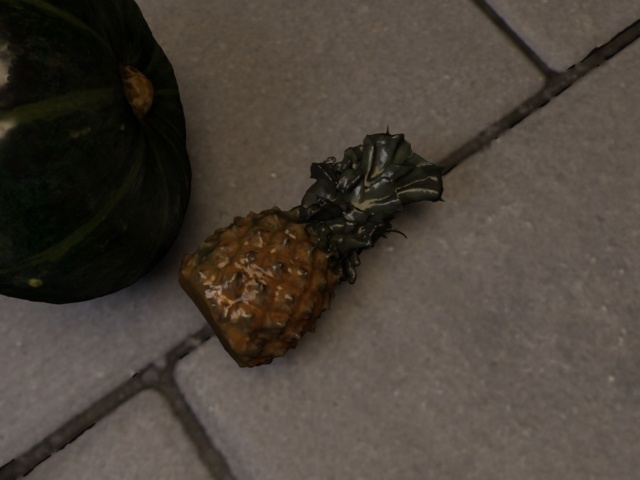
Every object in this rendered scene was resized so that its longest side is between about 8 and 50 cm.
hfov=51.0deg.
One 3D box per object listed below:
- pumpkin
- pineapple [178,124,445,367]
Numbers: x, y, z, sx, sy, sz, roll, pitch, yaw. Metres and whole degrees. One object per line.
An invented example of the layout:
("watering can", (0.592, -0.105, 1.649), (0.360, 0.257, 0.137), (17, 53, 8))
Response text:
("pumpkin", (-0.232, -0.096, 0.539), (0.208, 0.300, 0.300), (-10, 71, 11))
("pineapple", (0.000, -0.001, 0.597), (0.248, 0.128, 0.128), (-38, 75, -15))
